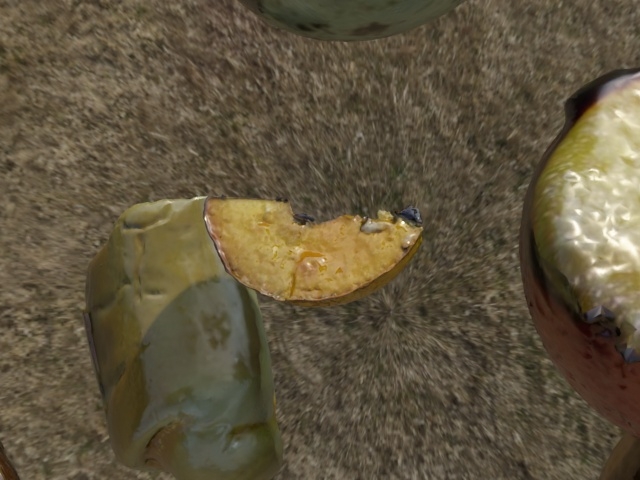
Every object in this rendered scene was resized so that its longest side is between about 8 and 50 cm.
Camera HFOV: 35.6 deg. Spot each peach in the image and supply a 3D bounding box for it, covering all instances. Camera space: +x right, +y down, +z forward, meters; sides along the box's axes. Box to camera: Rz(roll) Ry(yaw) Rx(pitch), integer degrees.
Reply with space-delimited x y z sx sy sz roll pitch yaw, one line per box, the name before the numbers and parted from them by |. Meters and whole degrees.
peach | 0.346 0.029 0.752 0.416 0.339 0.353 22 131 -23

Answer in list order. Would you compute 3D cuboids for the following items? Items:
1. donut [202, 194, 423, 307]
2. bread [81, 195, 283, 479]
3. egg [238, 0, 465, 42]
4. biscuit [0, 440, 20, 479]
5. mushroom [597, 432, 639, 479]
donut | 0.000 0.000 0.426 0.083 0.038 0.067 -25 63 0
bread | -0.164 0.145 1.183 0.210 0.300 0.341 -13 80 -6
egg | 0.049 -0.330 0.722 0.287 0.287 0.379 22 99 5
biscuit | -0.227 0.220 0.717 0.063 0.367 0.314 -30 45 -20
mushroom | 0.412 0.254 1.092 0.313 0.224 0.397 -15 122 2
